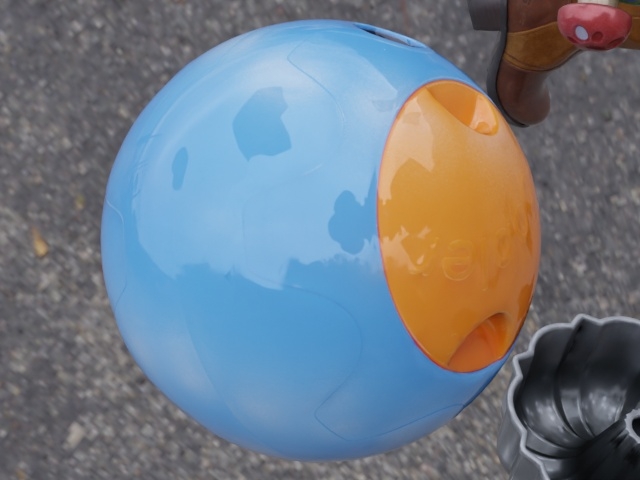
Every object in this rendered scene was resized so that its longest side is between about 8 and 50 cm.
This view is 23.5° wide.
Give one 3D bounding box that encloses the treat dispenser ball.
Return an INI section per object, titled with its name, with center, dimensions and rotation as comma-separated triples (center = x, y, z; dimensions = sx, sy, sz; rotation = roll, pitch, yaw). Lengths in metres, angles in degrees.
[treat dispenser ball]
center = 0.000, 0.000, 1.010
dimensions = 0.288, 0.288, 0.288
rotation = -9, 60, 17

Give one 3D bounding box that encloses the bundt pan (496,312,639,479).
[bundt pan]
center = 0.345, 0.246, 1.737
dimensions = 0.331, 0.124, 0.331
rotation = 11, 45, -11

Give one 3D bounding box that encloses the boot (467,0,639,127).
[boot]
center = 0.319, -0.221, 1.678
dimensions = 0.280, 0.264, 0.096
rotation = 1, 47, 19

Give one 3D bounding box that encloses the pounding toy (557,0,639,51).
[pounding toy]
center = 0.233, -0.174, 1.093
dimensions = 0.183, 0.237, 0.110
rotation = 9, 85, 14
